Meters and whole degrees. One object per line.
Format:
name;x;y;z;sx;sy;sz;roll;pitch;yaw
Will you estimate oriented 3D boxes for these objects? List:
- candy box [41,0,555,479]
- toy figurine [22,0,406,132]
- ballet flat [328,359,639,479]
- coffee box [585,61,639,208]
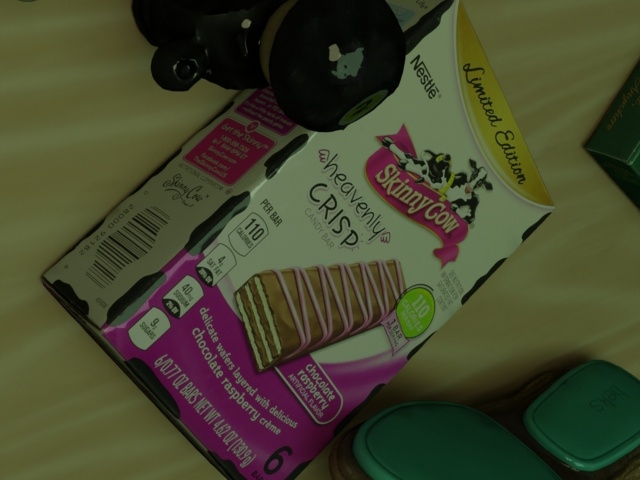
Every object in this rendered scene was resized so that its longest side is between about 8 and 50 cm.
candy box;0.000;0.000;0.609;0.233;0.071;0.159;-45;131;-13
toy figurine;-0.035;-0.167;0.451;0.209;0.148;0.213;28;92;-42
ballet flat;0.102;0.154;0.716;0.342;0.116;0.124;-8;132;-56
coffee box;0.260;-0.059;0.807;0.184;0.040;0.113;34;87;-43
